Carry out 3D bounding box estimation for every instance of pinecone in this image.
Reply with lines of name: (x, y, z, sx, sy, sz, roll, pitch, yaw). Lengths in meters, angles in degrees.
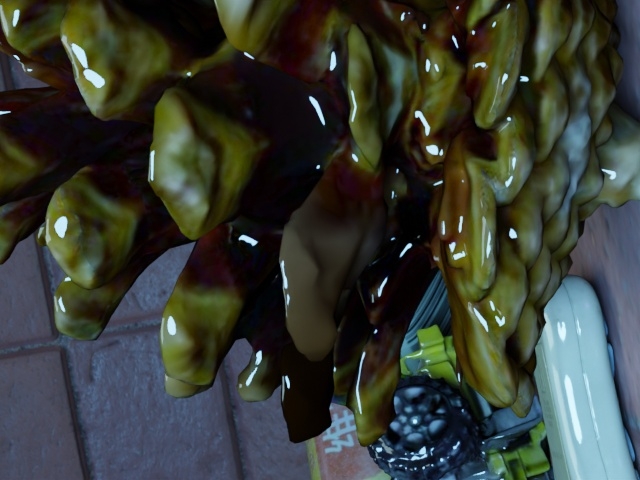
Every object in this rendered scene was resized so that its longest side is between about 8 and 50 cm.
pinecone: (-0.012, -0.053, 0.459, 0.264, 0.264, 0.264, 169, 90, -89)

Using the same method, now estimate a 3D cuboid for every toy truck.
toy truck: (0.099, 0.181, 0.698, 0.136, 0.111, 0.286, 69, -174, -54)

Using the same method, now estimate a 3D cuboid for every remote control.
remote control: (0.120, 0.077, 0.587, 0.074, 0.032, 0.122, 88, 172, -84)

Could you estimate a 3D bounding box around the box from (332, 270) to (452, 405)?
box: (0.000, 0.000, 0.758, 0.097, 0.134, 0.345, -61, -29, -19)

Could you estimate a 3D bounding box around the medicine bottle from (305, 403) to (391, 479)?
medicine bottle: (0.016, 0.042, 1.037, 0.108, 0.108, 0.426, 80, 178, -50)
